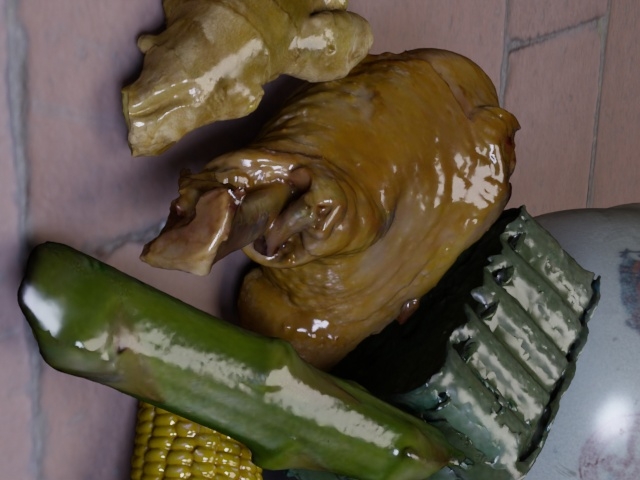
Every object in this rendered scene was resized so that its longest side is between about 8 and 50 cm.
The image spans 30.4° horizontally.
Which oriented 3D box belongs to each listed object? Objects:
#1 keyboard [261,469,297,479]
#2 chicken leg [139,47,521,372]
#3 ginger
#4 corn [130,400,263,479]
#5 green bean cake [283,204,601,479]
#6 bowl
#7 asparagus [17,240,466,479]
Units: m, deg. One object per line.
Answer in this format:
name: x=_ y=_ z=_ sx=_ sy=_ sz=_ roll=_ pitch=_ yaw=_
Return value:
keyboard: x=-0.029 y=0.221 z=1.088 sx=0.196 sy=0.015 sz=0.074 roll=-14 pitch=109 yaw=-60
chicken leg: x=0.000 y=0.000 z=0.885 sx=0.409 sy=0.182 sz=0.295 roll=-24 pitch=144 yaw=-61
ginger: x=-0.060 y=-0.140 z=0.797 sx=0.205 sy=0.081 sz=0.115 roll=-30 pitch=110 yaw=-32
corn: x=-0.087 y=0.214 z=0.808 sx=0.106 sy=0.106 sz=0.305 roll=45 pitch=41 yaw=-58
green bean cake: x=0.094 y=0.112 z=1.017 sx=0.132 sy=0.255 sz=0.241 roll=42 pitch=48 yaw=-16
bowl: x=0.212 y=0.127 z=1.195 sx=0.196 sy=0.435 sz=0.434 roll=25 pitch=77 yaw=-31
asparagus: x=-0.052 y=0.096 z=0.782 sx=0.343 sy=0.085 sz=0.082 roll=27 pitch=34 yaw=-27
